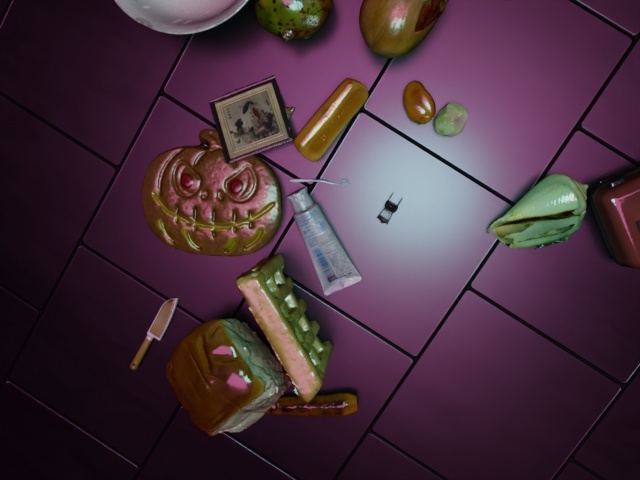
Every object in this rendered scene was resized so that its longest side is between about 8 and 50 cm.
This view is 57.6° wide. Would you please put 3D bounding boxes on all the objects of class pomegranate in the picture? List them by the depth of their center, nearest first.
[{"bbox_3d":[-0.065,-0.615,1.468,0.198,0.246,0.198,3,135,3],"label":"pomegranate"}]

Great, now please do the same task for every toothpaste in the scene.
[{"bbox_3d":[0.000,0.000,1.586,0.113,0.073,0.300,-25,101,9],"label":"toothpaste"}]

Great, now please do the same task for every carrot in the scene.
[{"bbox_3d":[-0.051,0.468,1.650,0.313,0.066,0.066,-4,97,8],"label":"carrot"}]

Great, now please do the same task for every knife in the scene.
[{"bbox_3d":[-0.481,0.272,1.697,0.046,0.022,0.256,31,96,11],"label":"knife"}]

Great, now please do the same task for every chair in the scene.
[{"bbox_3d":[0.187,-0.086,1.565,0.037,0.042,0.086,32,136,3],"label":"chair"}]

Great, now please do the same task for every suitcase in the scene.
[{"bbox_3d":[0.834,-0.079,1.420,0.296,0.161,0.237,-25,95,8],"label":"suitcase"}]

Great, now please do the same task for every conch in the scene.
[{"bbox_3d":[0.563,-0.058,1.467,0.143,0.137,0.251,44,100,-1],"label":"conch"}]

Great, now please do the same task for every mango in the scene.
[{"bbox_3d":[0.255,-0.358,1.506,0.080,0.060,0.115,-14,98,24],"label":"mango"}]

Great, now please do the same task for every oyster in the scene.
[{"bbox_3d":[-0.111,-0.329,1.570,0.051,0.034,0.093,26,96,-5],"label":"oyster"}]

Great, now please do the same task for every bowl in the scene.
[{"bbox_3d":[-0.317,-0.720,1.460,0.434,0.196,0.436,1,97,6],"label":"bowl"}]

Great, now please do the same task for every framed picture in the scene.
[{"bbox_3d":[-0.188,-0.324,1.557,0.199,0.010,0.195,-19,76,6],"label":"framed picture"}]

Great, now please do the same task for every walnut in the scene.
[{"bbox_3d":[0.206,-0.589,1.418,0.203,0.203,0.298,28,83,3],"label":"walnut"}]

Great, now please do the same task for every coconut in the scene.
[{"bbox_3d":[0.332,-0.306,1.496,0.082,0.081,0.083,-25,77,-25],"label":"coconut"}]

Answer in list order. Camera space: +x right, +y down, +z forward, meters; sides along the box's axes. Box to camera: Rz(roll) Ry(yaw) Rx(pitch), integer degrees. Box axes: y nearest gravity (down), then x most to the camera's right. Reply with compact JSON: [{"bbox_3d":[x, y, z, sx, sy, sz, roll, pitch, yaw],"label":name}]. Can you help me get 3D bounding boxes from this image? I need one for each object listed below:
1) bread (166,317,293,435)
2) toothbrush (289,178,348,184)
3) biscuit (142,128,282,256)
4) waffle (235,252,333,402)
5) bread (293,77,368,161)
[{"bbox_3d":[-0.261,0.367,1.580,0.250,0.225,0.279,-44,72,16],"label":"bread"},{"bbox_3d":[-0.004,-0.159,1.587,0.161,0.014,0.017,1,112,7],"label":"toothbrush"},{"bbox_3d":[-0.301,-0.129,1.599,0.393,0.070,0.351,-1,97,7],"label":"biscuit"},{"bbox_3d":[-0.083,0.210,1.501,0.077,0.304,0.349,-29,95,9],"label":"waffle"},{"bbox_3d":[0.026,-0.320,1.529,0.092,0.074,0.239,34,101,-35],"label":"bread"}]
